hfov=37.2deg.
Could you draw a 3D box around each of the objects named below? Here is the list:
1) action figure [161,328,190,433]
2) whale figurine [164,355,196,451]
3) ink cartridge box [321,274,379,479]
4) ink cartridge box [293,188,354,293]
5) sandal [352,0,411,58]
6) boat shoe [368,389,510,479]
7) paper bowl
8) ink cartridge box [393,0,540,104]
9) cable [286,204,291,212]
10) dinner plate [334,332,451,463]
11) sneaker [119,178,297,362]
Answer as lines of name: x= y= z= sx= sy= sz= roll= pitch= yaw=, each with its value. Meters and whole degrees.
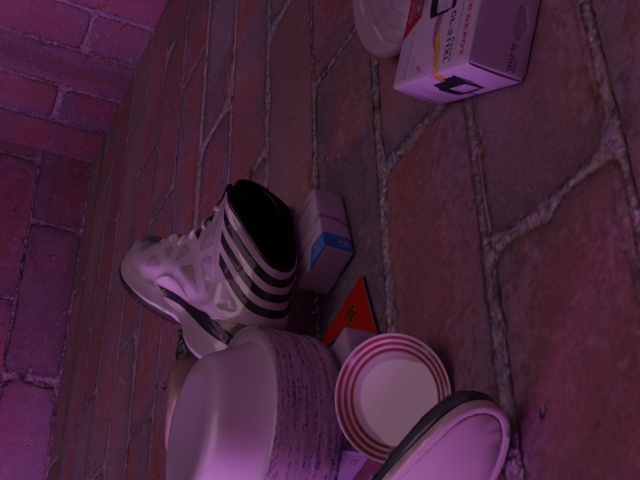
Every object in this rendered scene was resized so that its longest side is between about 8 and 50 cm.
action figure: x=-0.266 y=0.264 z=1.837 sx=0.232 sy=0.063 sz=0.137 roll=-94 pitch=25 yaw=-44
whale figurine: x=-0.174 y=0.300 z=1.540 sx=0.272 sy=0.141 sz=0.216 roll=92 pitch=175 yaw=-51
ink cartridge box: x=-0.002 y=0.212 z=1.233 sx=0.275 sy=0.060 sz=0.239 roll=-61 pitch=28 yaw=33
ink cartridge box: x=0.000 y=0.000 z=1.360 sx=0.089 sy=0.052 sz=0.122 roll=-58 pitch=29 yaw=36
sandal: x=0.142 y=-0.410 z=1.209 sx=0.416 sy=0.102 sz=0.169 roll=106 pitch=148 yaw=-43
boat shoe: x=0.080 y=0.244 z=0.944 sx=0.099 sy=0.116 sz=0.320 roll=-109 pitch=33 yaw=-47
paper bowl: x=-0.095 y=0.246 z=1.167 sx=0.284 sy=0.148 sz=0.284 roll=-168 pitch=90 yaw=-69
ink cartridge box: x=0.164 y=-0.235 z=1.080 sx=0.175 sy=0.072 sz=0.128 roll=178 pitch=106 yaw=-68
cable: x=-0.125 y=0.074 z=1.585 sx=0.139 sy=0.072 sz=0.287 roll=-111 pitch=39 yaw=-51
dinner plate: x=0.080 y=0.172 z=1.035 sx=0.141 sy=0.017 sz=0.141 roll=-7 pitch=76 yaw=30
sneaker: x=-0.156 y=0.017 z=1.476 sx=0.447 sy=0.169 sz=0.258 roll=33 pitch=104 yaw=53
